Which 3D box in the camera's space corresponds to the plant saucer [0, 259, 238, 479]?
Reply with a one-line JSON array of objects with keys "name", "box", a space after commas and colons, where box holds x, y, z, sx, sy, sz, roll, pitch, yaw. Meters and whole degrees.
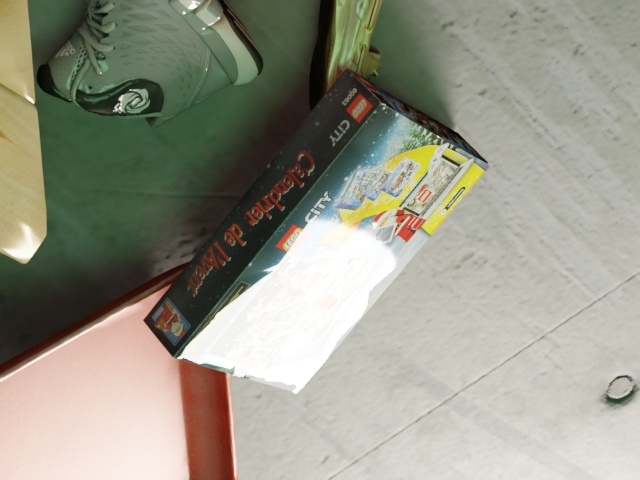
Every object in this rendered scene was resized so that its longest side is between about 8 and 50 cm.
[{"name": "plant saucer", "box": [-0.171, 0.162, 1.261, 0.259, 0.047, 0.259, -32, 131, -39]}]

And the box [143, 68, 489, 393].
[{"name": "box", "box": [0.000, 0.000, 1.247, 0.233, 0.044, 0.159, -50, 145, 11]}]

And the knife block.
[{"name": "knife block", "box": [-0.297, -0.086, 1.045, 0.242, 0.088, 0.276, -23, 130, -31]}]

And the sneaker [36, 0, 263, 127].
[{"name": "sneaker", "box": [-0.143, -0.153, 1.110, 0.132, 0.086, 0.229, -34, 127, 6]}]

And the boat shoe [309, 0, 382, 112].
[{"name": "boat shoe", "box": [0.021, -0.130, 1.205, 0.045, 0.050, 0.135, 1, 121, -14]}]
